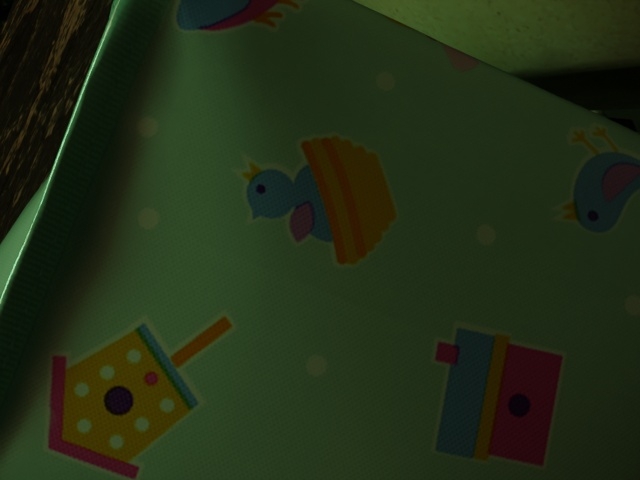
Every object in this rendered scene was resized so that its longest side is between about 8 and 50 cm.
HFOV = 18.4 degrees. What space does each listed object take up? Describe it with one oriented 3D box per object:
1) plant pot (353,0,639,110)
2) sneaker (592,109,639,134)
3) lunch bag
[{"bbox_3d":[0.091,-0.136,0.539,0.284,0.284,0.191,170,97,-70],"label":"plant pot"},{"bbox_3d":[0.087,-0.030,0.690,0.086,0.085,0.237,39,100,41],"label":"sneaker"},{"bbox_3d":[-0.002,0.087,0.506,0.262,0.223,0.160,-67,10,-10],"label":"lunch bag"}]
